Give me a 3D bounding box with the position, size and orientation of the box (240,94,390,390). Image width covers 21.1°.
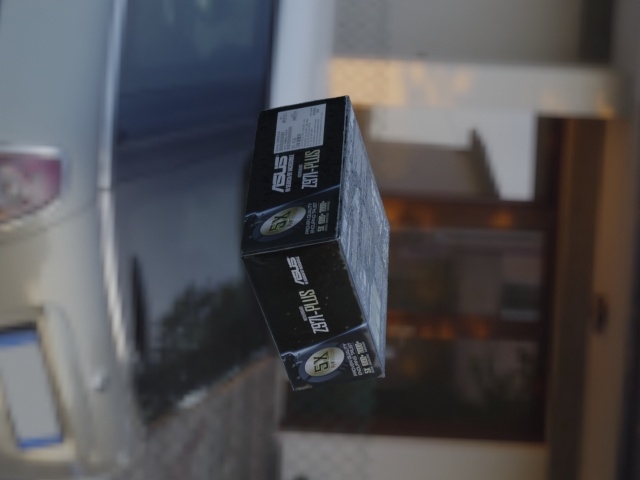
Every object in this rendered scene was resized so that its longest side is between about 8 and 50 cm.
[{"bbox_3d":[0.000,0.000,1.344,0.180,0.078,0.147,-86,162,-48],"label":"box"}]
